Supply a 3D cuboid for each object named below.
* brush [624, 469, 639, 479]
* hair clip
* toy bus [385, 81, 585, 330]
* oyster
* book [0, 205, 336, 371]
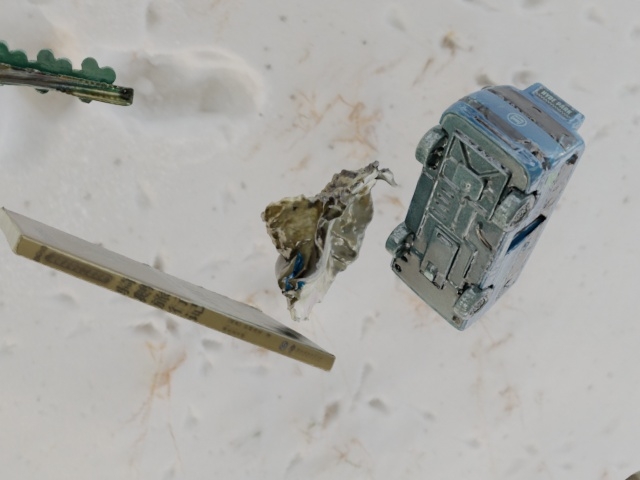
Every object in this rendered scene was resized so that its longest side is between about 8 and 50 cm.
[{"bbox_3d":[0.301,0.206,0.457,0.085,0.336,0.020,-30,146,-62],"label":"brush"},{"bbox_3d":[-0.259,-0.156,0.887,0.173,0.049,0.049,7,110,-16],"label":"hair clip"},{"bbox_3d":[0.157,-0.033,0.923,0.134,0.113,0.246,-33,153,-31],"label":"toy bus"},{"bbox_3d":[0.000,0.000,1.083,0.214,0.083,0.223,-39,155,-49],"label":"oyster"},{"bbox_3d":[-0.156,0.045,0.928,0.310,0.217,0.021,24,89,-24],"label":"book"}]
